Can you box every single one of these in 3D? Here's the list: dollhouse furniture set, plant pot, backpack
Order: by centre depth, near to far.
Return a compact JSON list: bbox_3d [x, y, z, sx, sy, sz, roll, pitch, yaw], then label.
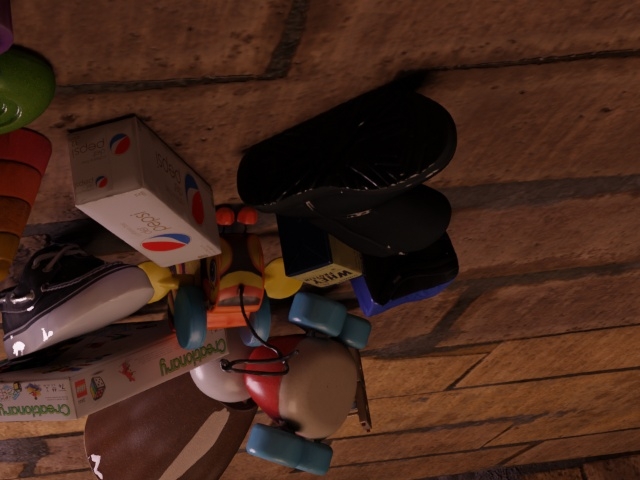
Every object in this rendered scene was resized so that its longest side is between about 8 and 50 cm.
[{"bbox_3d":[0.092,0.027,1.641,0.120,0.098,0.101,-18,170,-15],"label":"backpack"},{"bbox_3d":[-0.190,0.255,2.038,0.215,0.215,0.230,8,141,-42],"label":"plant pot"},{"bbox_3d":[-0.007,0.218,2.091,0.129,0.129,0.184,-12,161,6],"label":"dollhouse furniture set"}]

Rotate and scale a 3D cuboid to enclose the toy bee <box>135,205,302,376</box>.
[{"bbox_3d":[-0.094,0.041,1.547,0.195,0.162,0.298,-3,-173,-42],"label":"toy bee"}]

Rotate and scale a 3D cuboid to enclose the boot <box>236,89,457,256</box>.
[{"bbox_3d":[0.071,-0.058,1.370,0.246,0.094,0.207,-15,158,36],"label":"boot"}]

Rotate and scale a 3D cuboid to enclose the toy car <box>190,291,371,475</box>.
[{"bbox_3d":[-0.086,0.172,1.898,0.237,0.219,0.210,15,172,23],"label":"toy car"}]

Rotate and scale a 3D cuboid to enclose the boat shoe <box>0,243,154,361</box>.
[{"bbox_3d":[-0.274,0.053,1.507,0.108,0.102,0.301,-18,176,-31],"label":"boat shoe"}]

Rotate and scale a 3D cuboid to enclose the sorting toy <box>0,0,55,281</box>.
[{"bbox_3d":[-0.272,-0.064,1.138,0.127,0.126,0.365,-5,162,-12],"label":"sorting toy"}]

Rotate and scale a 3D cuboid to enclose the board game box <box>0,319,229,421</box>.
[{"bbox_3d":[-0.270,0.149,1.663,0.193,0.053,0.305,-6,-173,30],"label":"board game box"}]

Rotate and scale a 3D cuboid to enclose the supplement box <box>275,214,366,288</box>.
[{"bbox_3d":[0.000,0.000,1.525,0.056,0.083,0.083,-18,161,26],"label":"supplement box"}]

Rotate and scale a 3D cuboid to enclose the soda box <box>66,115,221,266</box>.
[{"bbox_3d":[-0.162,-0.041,1.337,0.069,0.074,0.216,-14,161,12],"label":"soda box"}]
